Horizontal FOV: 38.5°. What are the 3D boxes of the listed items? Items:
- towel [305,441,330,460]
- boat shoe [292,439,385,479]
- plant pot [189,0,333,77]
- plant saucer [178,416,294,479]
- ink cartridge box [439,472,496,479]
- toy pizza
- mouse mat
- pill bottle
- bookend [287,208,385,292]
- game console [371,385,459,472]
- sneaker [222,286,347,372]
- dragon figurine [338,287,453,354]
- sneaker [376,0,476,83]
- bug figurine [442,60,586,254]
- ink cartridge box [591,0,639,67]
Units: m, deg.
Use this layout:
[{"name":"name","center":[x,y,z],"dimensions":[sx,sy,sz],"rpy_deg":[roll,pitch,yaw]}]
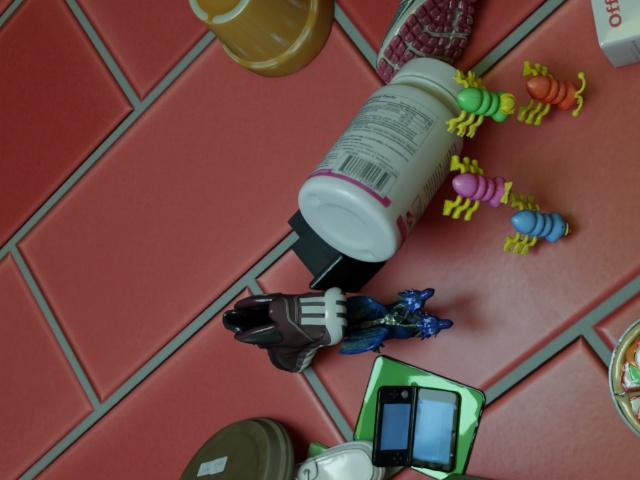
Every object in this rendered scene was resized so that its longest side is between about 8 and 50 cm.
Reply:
[{"name":"towel","center":[0.014,0.410,1.456],"dimensions":[0.113,0.023,0.152],"rpy_deg":[17,91,26]},{"name":"boat shoe","center":[-0.027,0.394,1.409],"dimensions":[0.277,0.096,0.098],"rpy_deg":[-34,69,20]},{"name":"plant pot","center":[-0.110,-0.388,1.495],"dimensions":[0.205,0.188,0.205],"rpy_deg":[-3,84,27]},{"name":"plant saucer","center":[-0.152,0.397,1.439],"dimensions":[0.278,0.041,0.278],"rpy_deg":[-36,31,26]},{"name":"ink cartridge box","center":[0.217,0.399,1.199],"dimensions":[0.201,0.278,0.117],"rpy_deg":[4,89,27]},{"name":"toy pizza","center":[0.485,0.186,1.219],"dimensions":[0.201,0.032,0.201],"rpy_deg":[-3,84,27]},{"name":"mouse mat","center":[0.148,0.274,1.404],"dimensions":[0.190,0.007,0.152],"rpy_deg":[17,94,27]},{"name":"pill bottle","center":[0.105,-0.121,1.312],"dimensions":[0.160,0.160,0.283],"rpy_deg":[21,60,28]},{"name":"bookend","center":[0.000,0.000,1.421],"dimensions":[0.072,0.157,0.156],"rpy_deg":[-46,68,16]},{"name":"game console","center":[0.141,0.281,1.365],"dimensions":[0.071,0.107,0.122],"rpy_deg":[1,85,56]},{"name":"sneaker","center":[-0.077,0.129,1.381],"dimensions":[0.281,0.163,0.106],"rpy_deg":[131,138,-60]},{"name":"dragon figurine","center":[0.071,0.127,1.379],"dimensions":[0.289,0.144,0.085],"rpy_deg":[-14,79,26]},{"name":"sneaker","center":[0.181,-0.370,1.397],"dimensions":[0.299,0.121,0.112],"rpy_deg":[-57,35,13]},{"name":"bug figurine","center":[0.273,-0.122,1.274],"dimensions":[0.072,0.216,0.279],"rpy_deg":[-177,93,-66]},{"name":"ink cartridge box","center":[0.497,-0.368,1.215],"dimensions":[0.273,0.115,0.198],"rpy_deg":[-12,80,26]}]
